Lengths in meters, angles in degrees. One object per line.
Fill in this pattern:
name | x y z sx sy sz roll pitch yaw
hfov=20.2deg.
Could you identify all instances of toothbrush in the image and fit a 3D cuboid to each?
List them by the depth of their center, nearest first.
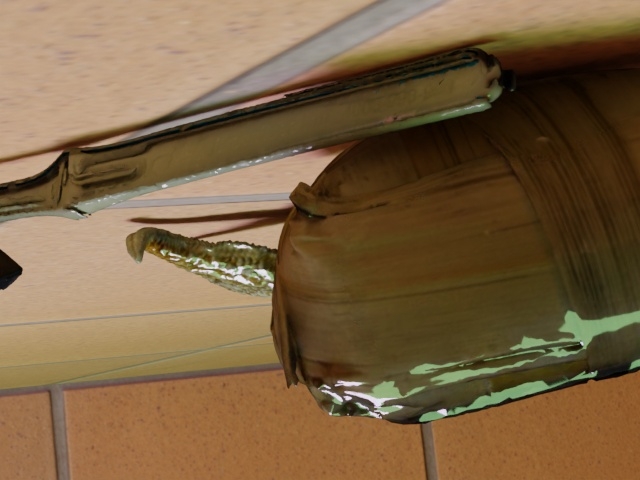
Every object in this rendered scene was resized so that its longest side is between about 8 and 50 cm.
toothbrush | -0.064 -0.026 0.614 0.294 0.026 0.028 -10 158 31

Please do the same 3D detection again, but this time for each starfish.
starfish | 0.000 0.002 0.923 0.217 0.050 0.223 -12 -175 -43

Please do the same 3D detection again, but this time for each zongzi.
zongzi | 0.076 -0.012 0.637 0.194 0.099 0.197 -11 -169 3

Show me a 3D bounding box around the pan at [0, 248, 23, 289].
pan | -0.181 0.022 0.751 0.128 0.048 0.202 -34 -177 -32
